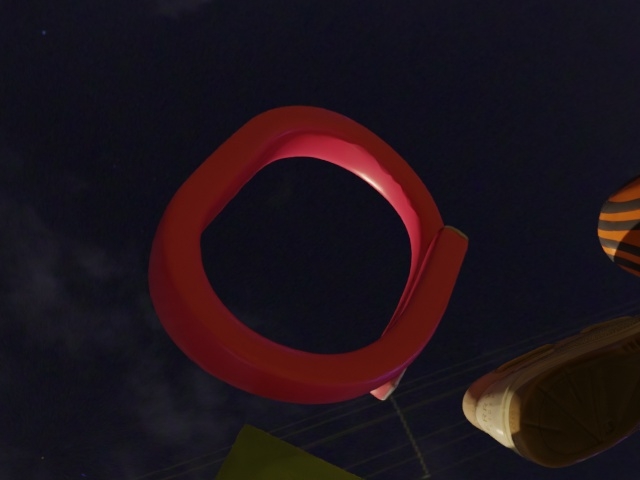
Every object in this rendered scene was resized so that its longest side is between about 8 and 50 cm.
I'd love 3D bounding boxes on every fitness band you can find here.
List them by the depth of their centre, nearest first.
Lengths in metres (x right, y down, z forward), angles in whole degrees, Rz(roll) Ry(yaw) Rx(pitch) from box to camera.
[{"bbox_3d":[0.000,0.000,0.548,0.209,0.054,0.290,34,-138,0],"label":"fitness band"}]

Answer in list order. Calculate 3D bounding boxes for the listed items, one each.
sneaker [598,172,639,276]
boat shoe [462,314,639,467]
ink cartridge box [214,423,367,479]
[{"bbox_3d":[0.288,0.005,0.442,0.180,0.321,0.124,-20,-78,-35],"label":"sneaker"},{"bbox_3d":[0.267,0.115,0.637,0.303,0.098,0.109,-12,-86,-23],"label":"boat shoe"},{"bbox_3d":[-0.024,0.228,0.387,0.171,0.056,0.235,23,-119,11],"label":"ink cartridge box"}]
